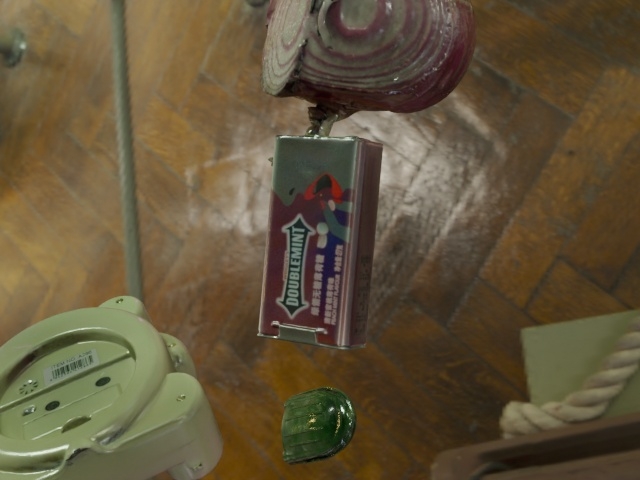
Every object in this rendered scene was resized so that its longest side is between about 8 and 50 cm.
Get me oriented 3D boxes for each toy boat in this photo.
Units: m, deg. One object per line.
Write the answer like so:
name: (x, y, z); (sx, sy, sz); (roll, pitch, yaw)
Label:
toy boat: (-0.009, 0.263, 1.526); (0.210, 0.052, 0.104); (-30, 53, 60)

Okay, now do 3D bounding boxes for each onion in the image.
onion: (0.062, -0.250, 1.300); (0.256, 0.230, 0.272); (-106, 27, -55)

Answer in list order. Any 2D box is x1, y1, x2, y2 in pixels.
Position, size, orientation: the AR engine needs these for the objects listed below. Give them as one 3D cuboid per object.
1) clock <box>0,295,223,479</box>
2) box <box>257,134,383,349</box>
clock: (-0.278, 0.193, 1.226); (0.284, 0.114, 0.309); (-24, 31, -9)
box: (0.000, 0.000, 1.158); (0.120, 0.069, 0.224); (4, 92, 30)
